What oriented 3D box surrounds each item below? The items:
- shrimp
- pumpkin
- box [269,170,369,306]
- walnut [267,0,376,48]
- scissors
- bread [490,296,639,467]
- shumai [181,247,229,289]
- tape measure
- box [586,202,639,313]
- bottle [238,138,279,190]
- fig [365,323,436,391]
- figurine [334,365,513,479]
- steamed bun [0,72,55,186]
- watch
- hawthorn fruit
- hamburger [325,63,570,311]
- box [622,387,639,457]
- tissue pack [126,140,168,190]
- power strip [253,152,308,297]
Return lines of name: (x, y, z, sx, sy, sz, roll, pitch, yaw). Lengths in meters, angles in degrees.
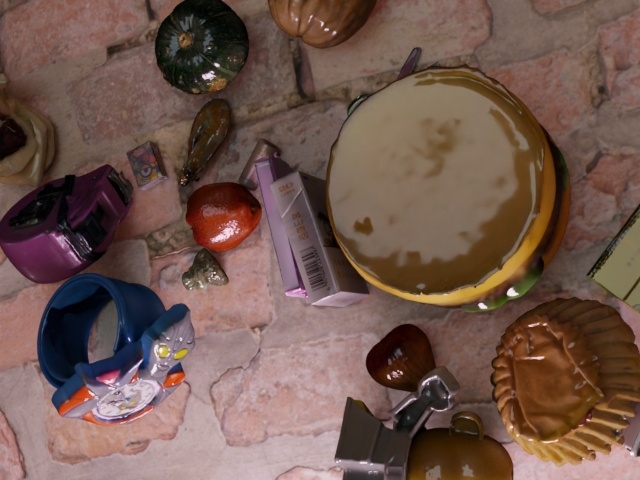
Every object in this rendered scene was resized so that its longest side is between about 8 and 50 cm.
shrimp: (-0.231, -0.190, 2.008, 0.101, 0.042, 0.190, 33, 99, 43)
pumpkin: (-0.229, -0.371, 1.964, 0.190, 0.146, 0.190, 10, 111, 28)
box: (0.000, -0.001, 1.827, 0.067, 0.149, 0.233, -24, 76, 17)
walnut: (0.008, -0.458, 1.850, 0.213, 0.213, 0.213, -2, 84, 23)
scissors: (0.139, -0.264, 1.862, 0.133, 0.020, 0.187, 44, 104, 25)
bread: (0.376, 0.213, 1.619, 0.274, 0.149, 0.274, -18, 61, 35)
shumai: (-0.227, 0.066, 1.957, 0.080, 0.083, 0.082, -36, 33, -4)
tape measure: (-0.513, -0.037, 2.021, 0.231, 0.149, 0.245, -12, 37, 21)
box: (0.584, 0.077, 1.628, 0.279, 0.041, 0.153, 38, 101, 21)
bottle: (-0.119, -0.143, 1.949, 0.045, 0.045, 0.096, 33, 99, 22)
fig: (0.159, 0.209, 1.781, 0.119, 0.153, 0.119, -45, 34, 41)
figurine: (0.179, 0.379, 1.703, 0.285, 0.167, 0.342, -1, 128, 26)
steamed bun: (-0.745, -0.282, 2.165, 0.428, 0.189, 0.247, 23, 87, 24)
watch: (-0.392, 0.175, 1.953, 0.305, 0.241, 0.274, -45, 56, 13)
hawthorn fruit: (-0.182, -0.051, 1.922, 0.138, 0.133, 0.133, -22, 77, 11)
hamburger: (0.210, -0.062, 1.671, 0.395, 0.277, 0.396, -3, 81, 22)
box: (0.504, 0.276, 1.619, 0.062, 0.089, 0.122, 25, 95, 34)
tissue pack: (-0.347, -0.150, 2.054, 0.063, 0.035, 0.083, -26, 74, 20)
power strip: (-0.060, -0.024, 1.877, 0.037, 0.109, 0.279, -17, 78, 18)
